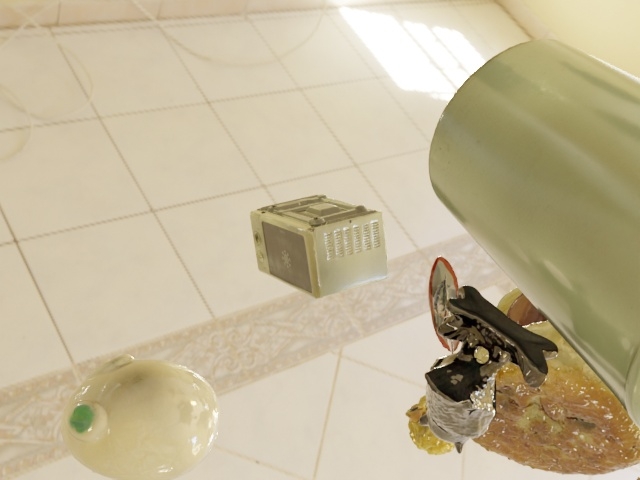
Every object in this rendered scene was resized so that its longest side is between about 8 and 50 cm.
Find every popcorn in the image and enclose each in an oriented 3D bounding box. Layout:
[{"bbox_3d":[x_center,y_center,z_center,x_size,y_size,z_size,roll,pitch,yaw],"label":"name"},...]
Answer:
[{"bbox_3d":[0.147,0.237,1.001,0.084,0.084,0.084,13,48,-15],"label":"popcorn"}]

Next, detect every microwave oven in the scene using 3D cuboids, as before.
[{"bbox_3d":[0.000,0.000,1.445,0.193,0.145,0.240,-18,18,-26],"label":"microwave oven"}]

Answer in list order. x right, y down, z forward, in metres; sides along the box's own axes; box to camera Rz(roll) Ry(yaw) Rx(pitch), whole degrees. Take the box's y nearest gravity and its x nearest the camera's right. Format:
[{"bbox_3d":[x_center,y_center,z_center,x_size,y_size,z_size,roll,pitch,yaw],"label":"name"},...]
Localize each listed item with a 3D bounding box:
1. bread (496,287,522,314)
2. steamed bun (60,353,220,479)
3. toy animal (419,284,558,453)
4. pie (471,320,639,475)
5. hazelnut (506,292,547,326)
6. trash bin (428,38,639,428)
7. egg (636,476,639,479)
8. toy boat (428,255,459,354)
[{"bbox_3d":[0.450,0.163,1.683,0.193,0.036,0.112,-42,81,3],"label":"bread"},{"bbox_3d":[-0.261,0.244,1.071,0.228,0.131,0.177,1,40,14],"label":"steamed bun"},{"bbox_3d":[0.145,0.164,0.761,0.121,0.210,0.117,32,42,24],"label":"toy animal"},{"bbox_3d":[0.345,0.249,1.133,0.315,0.315,0.092,26,43,-4],"label":"pie"},{"bbox_3d":[0.447,0.181,1.470,0.208,0.208,0.208,13,48,-15],"label":"hazelnut"},{"bbox_3d":[0.323,-0.012,0.766,0.280,0.280,0.432,-3,35,-28],"label":"trash bin"},{"bbox_3d":[0.737,0.605,1.573,0.194,0.195,0.233,-1,62,-27],"label":"egg"},{"bbox_3d":[0.287,0.184,1.668,0.071,0.219,0.318,-9,37,5],"label":"toy boat"}]
